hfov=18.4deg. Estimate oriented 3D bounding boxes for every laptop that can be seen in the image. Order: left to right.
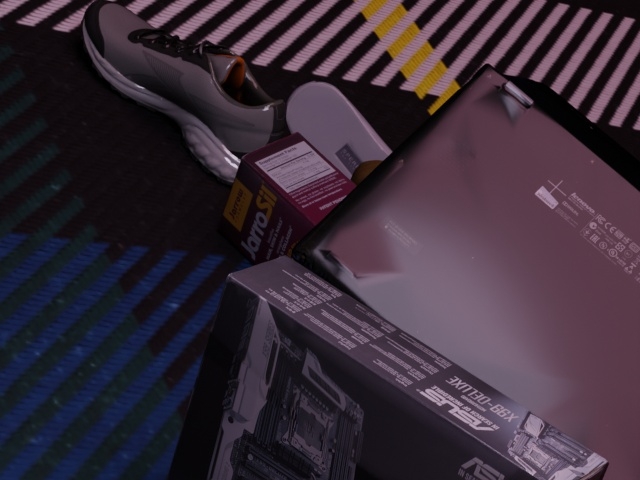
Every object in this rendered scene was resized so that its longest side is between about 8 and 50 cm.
[{"bbox_3d":[0.239,0.046,1.801,0.382,0.236,0.408,41,69,13],"label":"laptop"}]

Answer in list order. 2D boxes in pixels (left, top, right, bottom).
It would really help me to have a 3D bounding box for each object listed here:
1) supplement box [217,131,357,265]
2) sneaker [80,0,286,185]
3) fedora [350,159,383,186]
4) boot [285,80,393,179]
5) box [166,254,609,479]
[{"bbox_3d":[0.000,0.000,1.891,0.081,0.104,0.188,-26,59,-40],"label":"supplement box"},{"bbox_3d":[-0.136,-0.174,2.052,0.271,0.108,0.100,39,33,20],"label":"sneaker"},{"bbox_3d":[0.108,-0.003,1.909,0.079,0.194,0.194,-34,64,-27],"label":"fedora"},{"bbox_3d":[0.062,-0.051,2.046,0.258,0.095,0.123,59,10,11],"label":"boot"},{"bbox_3d":[0.034,0.191,1.452,0.307,0.242,0.076,33,30,27],"label":"box"}]
